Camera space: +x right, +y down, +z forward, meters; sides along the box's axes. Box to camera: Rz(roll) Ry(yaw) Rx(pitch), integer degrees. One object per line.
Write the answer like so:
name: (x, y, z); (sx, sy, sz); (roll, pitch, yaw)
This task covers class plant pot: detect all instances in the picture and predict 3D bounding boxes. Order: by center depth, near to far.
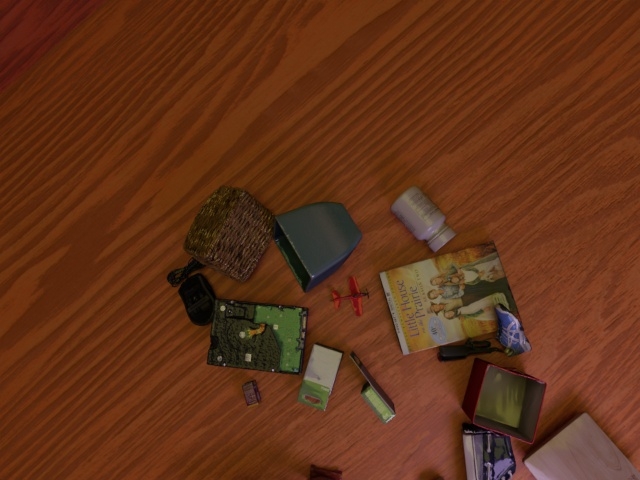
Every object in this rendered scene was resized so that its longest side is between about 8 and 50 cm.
plant pot: (0.000, 0.000, 1.537); (0.252, 0.247, 0.248); (-29, 78, -15)

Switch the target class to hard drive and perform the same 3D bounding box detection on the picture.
hard drive: (-0.220, 0.339, 1.539); (0.338, 0.064, 0.237); (4, 82, 7)

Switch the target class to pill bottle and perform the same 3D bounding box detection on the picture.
pill bottle: (0.370, -0.075, 1.548); (0.131, 0.131, 0.229); (-41, 79, 0)

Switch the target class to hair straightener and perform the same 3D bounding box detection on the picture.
hair straightener: (0.517, 0.370, 1.469); (0.230, 0.089, 0.047); (-3, 44, 1)

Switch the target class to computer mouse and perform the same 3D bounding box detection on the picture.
computer mouse: (-0.461, 0.203, 1.653); (0.188, 0.072, 0.272); (-30, 66, 4)

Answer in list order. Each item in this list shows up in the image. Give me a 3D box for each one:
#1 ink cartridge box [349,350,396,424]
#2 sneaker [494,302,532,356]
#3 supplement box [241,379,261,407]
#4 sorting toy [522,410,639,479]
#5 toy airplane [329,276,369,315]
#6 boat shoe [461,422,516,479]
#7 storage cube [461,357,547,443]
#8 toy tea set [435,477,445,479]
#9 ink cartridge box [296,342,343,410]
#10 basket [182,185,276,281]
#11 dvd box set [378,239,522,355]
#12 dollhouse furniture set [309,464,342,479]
ink cartridge box: (0.160, 0.491, 1.465); (0.056, 0.171, 0.235); (-41, 78, 0)
sneaker: (0.618, 0.299, 1.419); (0.081, 0.080, 0.211); (-30, 105, 6)
supplement box: (-0.249, 0.557, 1.570); (0.043, 0.055, 0.083); (-19, 80, 3)
sorting toy: (0.822, 0.724, 1.379); (0.255, 0.089, 0.257); (-39, 78, 0)
toy airplane: (0.105, 0.207, 1.591); (0.151, 0.028, 0.151); (-1, 79, 8)
boat shoe: (0.551, 0.770, 1.387); (0.158, 0.127, 0.341); (-6, 79, 14)
storage cube: (0.582, 0.506, 1.394); (0.183, 0.193, 0.215); (16, 84, 10)
toy tea set: (0.374, 0.955, 1.395); (0.200, 0.124, 0.336); (32, 65, -22)
ink cartridge box: (0.000, 0.483, 1.543); (0.109, 0.062, 0.209); (16, 84, 10)
basket: (-0.342, -0.027, 1.634); (0.213, 0.223, 0.299); (12, 70, 42)
dvd box set: (0.449, 0.201, 1.527); (0.420, 0.062, 0.308); (-15, 80, 5)
dollhouse furniture set: (-0.133, 0.847, 1.441); (0.374, 0.201, 0.152); (3, 82, 15)
